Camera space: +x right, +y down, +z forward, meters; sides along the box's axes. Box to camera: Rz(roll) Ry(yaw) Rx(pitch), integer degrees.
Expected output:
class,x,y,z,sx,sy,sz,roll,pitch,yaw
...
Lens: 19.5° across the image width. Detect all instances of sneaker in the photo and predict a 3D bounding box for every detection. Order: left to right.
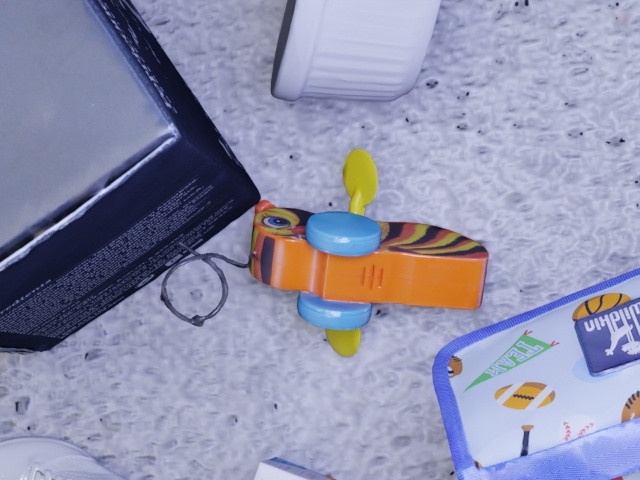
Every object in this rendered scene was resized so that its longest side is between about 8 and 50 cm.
class,x,y,z,sx,sy,sz,roll,pitch,yaw
sneaker,-0.235,0.241,1.773,0.212,0.094,0.080,16,89,8

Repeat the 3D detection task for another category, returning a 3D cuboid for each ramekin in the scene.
class,x,y,z,sx,sy,sz,roll,pitch,yaw
ramekin,0.042,-0.250,1.698,0.127,0.273,0.273,11,87,-5

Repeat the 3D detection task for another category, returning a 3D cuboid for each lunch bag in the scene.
class,x,y,z,sx,sy,sz,roll,pitch,yaw
lunch bag,0.273,0.149,1.572,0.328,0.385,0.239,-19,84,6

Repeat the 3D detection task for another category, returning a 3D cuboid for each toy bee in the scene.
class,x,y,z,sx,sy,sz,roll,pitch,yaw
toy bee,0.000,0.000,1.743,0.298,0.162,0.195,21,106,-23

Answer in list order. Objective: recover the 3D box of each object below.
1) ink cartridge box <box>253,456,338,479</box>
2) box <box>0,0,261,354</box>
class,x,y,z,sx,sy,sz,roll,pitch,yaw
ink cartridge box,0.024,0.262,1.735,0.181,0.104,0.061,20,89,7
box,-0.323,-0.171,1.623,0.297,0.472,0.480,-35,83,3
